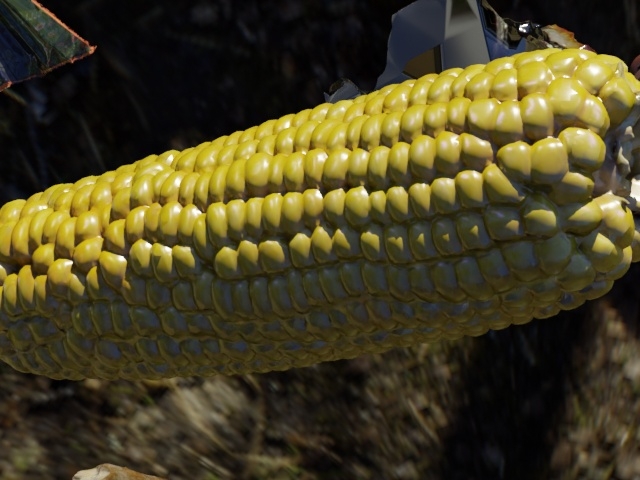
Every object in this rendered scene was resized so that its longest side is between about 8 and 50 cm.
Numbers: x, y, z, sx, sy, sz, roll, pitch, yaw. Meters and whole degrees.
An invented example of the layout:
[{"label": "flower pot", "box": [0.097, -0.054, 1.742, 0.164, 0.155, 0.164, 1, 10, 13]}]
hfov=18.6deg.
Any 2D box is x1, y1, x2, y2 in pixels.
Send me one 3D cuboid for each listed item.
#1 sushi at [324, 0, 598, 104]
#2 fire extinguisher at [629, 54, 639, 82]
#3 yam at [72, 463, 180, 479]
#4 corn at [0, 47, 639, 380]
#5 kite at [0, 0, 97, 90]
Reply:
[{"label": "sushi", "box": [0.119, -0.075, 1.258, 0.150, 0.172, 0.153, -8, 82, -35]}, {"label": "fire extinguisher", "box": [0.298, -0.142, 1.707, 0.039, 0.132, 0.056, 40, 101, 20]}, {"label": "yam", "box": [-0.082, 0.210, 1.506, 0.241, 0.057, 0.056, 15, 76, -31]}, {"label": "corn", "box": [0.000, 0.000, 0.749, 0.310, 0.101, 0.101, -16, 75, 26]}, {"label": "kite", "box": [-0.147, -0.058, 0.709, 0.190, 0.010, 0.159, -21, 77, 40]}]
